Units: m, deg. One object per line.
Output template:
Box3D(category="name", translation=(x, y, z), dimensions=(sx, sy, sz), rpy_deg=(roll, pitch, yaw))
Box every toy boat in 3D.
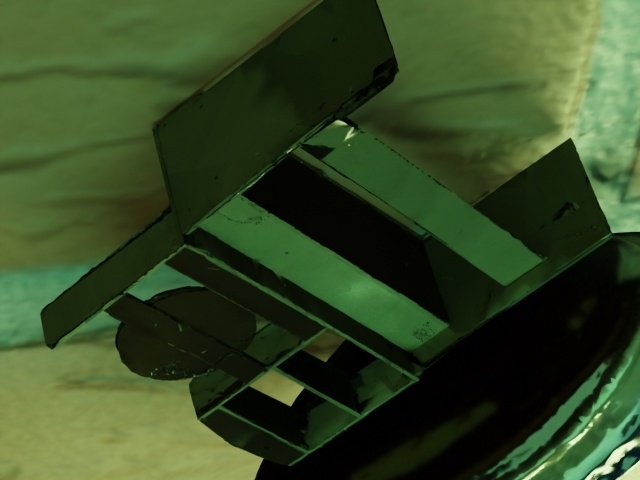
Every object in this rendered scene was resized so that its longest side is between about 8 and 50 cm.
Box3D(category="toy boat", translation=(0.076, 0.083, 0.758), dimensions=(0.262, 0.114, 0.115), rpy_deg=(-34, 143, 23))

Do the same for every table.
Box3D(category="table", translation=(0.000, 0.000, 0.669), dimensions=(0.175, 0.062, 0.146), rpy_deg=(-35, 138, 22))
